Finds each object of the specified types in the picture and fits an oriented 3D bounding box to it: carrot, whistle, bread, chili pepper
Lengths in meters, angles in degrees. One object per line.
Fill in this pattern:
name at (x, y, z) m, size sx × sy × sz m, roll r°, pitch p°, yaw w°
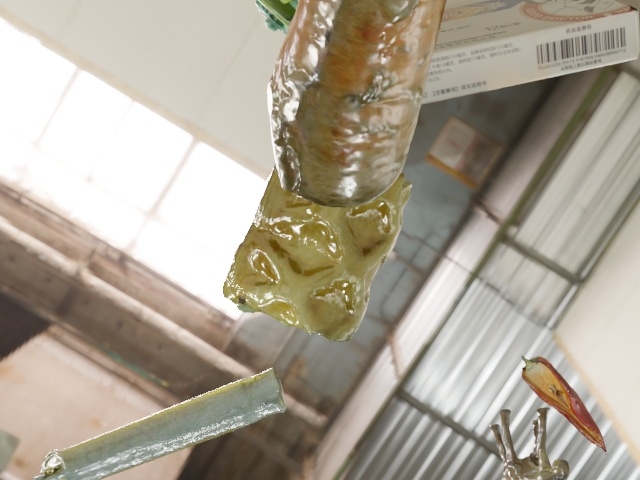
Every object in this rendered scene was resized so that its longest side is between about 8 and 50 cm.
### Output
carrot at (0.035, -0.160, 0.868) m, size 0.139 × 0.301 × 0.138 m, roll 11°, pitch -137°, yaw -11°
whistle at (-0.199, 0.239, 1.321) m, size 0.068 × 0.327 × 0.057 m, roll 90°, pitch 160°, yaw -83°
bread at (-0.005, -0.001, 1.426) m, size 0.196 × 0.252 × 0.238 m, roll 20°, pitch 172°, yaw -2°
chili pepper at (0.326, 0.213, 1.414) m, size 0.178 × 0.045 × 0.027 m, roll 47°, pitch -153°, yaw -2°

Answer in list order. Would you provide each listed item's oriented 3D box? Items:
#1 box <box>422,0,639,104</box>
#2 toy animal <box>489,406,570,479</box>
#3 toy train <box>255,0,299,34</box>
box at (0.165, -0.233, 1.262) m, size 0.354 × 0.069 × 0.214 m, roll -11°, pitch -155°, yaw -7°
toy animal at (0.272, 0.304, 1.337) m, size 0.094 × 0.186 × 0.214 m, roll -3°, pitch 160°, yaw 3°
toy train at (-0.088, -0.411, 1.510) m, size 0.369 × 0.150 × 0.237 m, roll 39°, pitch -171°, yaw -20°
